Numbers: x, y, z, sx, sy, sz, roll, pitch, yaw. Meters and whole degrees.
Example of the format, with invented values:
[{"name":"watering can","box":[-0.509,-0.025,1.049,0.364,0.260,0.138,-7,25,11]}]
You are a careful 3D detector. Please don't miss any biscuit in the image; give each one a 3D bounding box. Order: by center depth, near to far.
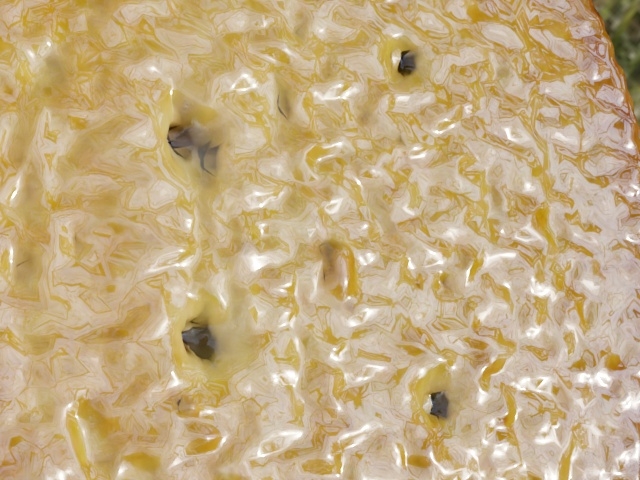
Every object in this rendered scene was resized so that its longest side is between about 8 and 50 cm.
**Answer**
[{"name":"biscuit","box":[0.000,0.000,0.432,0.305,0.038,0.305,11,74,-43]}]
